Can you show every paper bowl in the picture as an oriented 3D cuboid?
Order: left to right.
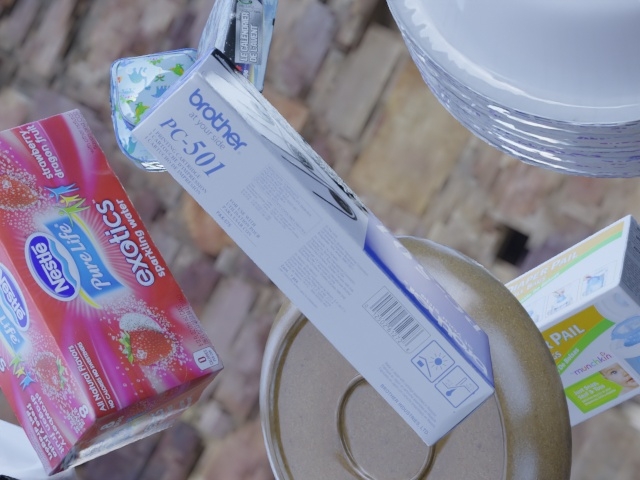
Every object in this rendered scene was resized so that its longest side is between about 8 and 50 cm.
[{"bbox_3d":[0.170,-0.190,1.138,0.284,0.284,0.148,-60,-22,-11],"label":"paper bowl"}]

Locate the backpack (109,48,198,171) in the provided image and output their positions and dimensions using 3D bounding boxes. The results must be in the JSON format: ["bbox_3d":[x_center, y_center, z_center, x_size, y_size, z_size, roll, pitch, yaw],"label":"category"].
[{"bbox_3d":[-0.160,-0.130,1.976,0.084,0.105,0.114,65,-161,-77],"label":"backpack"}]

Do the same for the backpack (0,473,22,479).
[{"bbox_3d":[-0.141,0.208,1.031,0.117,0.173,0.158,-26,60,44],"label":"backpack"}]

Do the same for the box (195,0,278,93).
[{"bbox_3d":[-0.051,-0.099,1.099,0.137,0.027,0.094,124,156,-65],"label":"box"}]

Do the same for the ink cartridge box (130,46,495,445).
[{"bbox_3d":[0.000,0.000,0.963,0.046,0.207,0.097,-42,8,10],"label":"ink cartridge box"}]

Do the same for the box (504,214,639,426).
[{"bbox_3d":[0.227,0.086,1.775,0.203,0.114,0.103,-32,23,34],"label":"box"}]

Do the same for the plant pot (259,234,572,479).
[{"bbox_3d":[0.047,0.115,1.227,0.032,0.236,0.236,-12,-49,-51],"label":"plant pot"}]

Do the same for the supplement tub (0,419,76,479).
[{"bbox_3d":[-0.331,0.324,1.638,0.207,0.207,0.338,-23,-53,-73],"label":"supplement tub"}]

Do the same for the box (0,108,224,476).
[{"bbox_3d":[-0.206,0.040,1.588,0.128,0.257,0.122,-20,-17,-35],"label":"box"}]
